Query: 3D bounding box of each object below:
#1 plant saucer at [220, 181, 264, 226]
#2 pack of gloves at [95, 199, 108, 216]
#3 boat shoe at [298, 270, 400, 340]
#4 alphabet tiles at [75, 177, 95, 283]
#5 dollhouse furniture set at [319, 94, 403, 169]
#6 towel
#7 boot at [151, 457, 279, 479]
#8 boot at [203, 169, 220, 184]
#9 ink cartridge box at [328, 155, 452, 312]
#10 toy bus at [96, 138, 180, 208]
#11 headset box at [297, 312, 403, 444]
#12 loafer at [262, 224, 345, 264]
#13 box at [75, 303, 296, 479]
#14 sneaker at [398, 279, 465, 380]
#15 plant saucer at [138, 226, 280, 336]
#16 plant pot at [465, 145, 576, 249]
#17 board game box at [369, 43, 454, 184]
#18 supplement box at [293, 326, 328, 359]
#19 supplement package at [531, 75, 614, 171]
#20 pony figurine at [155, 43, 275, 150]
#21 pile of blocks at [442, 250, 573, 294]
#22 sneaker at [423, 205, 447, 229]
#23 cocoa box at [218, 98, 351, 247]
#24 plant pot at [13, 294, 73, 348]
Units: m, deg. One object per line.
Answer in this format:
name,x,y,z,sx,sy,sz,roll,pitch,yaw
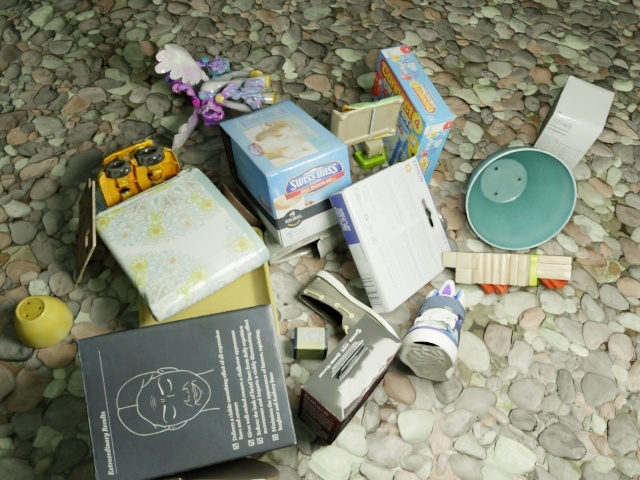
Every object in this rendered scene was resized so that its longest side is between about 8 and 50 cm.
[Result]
plant saucer,-0.221,-0.094,1.496,0.029,0.168,0.168,-43,69,2
pack of gloves,-0.516,-0.080,1.533,0.232,0.046,0.195,29,47,13
boat shoe,0.075,0.201,1.368,0.305,0.109,0.091,39,64,24
alphabet tiles,-0.619,-0.036,1.410,0.009,0.198,0.237,8,54,-33
dollhouse furniture set,0.102,-0.345,1.576,0.197,0.301,0.151,-19,65,-12
towel,-0.359,-0.004,1.370,0.320,0.090,0.374,-32,60,-22
boot,-0.240,0.545,1.160,0.305,0.112,0.115,-2,89,-10
boot,-0.369,-0.187,1.600,0.114,0.037,0.106,-38,82,-20
ink cartridge box,0.198,-0.025,1.415,0.330,0.071,0.324,-29,100,-43
toy bus,-0.540,-0.197,1.517,0.220,0.149,0.211,-30,47,-30
headset box,0.061,0.309,1.191,0.110,0.293,0.218,37,64,16
loafer,0.000,0.000,1.484,0.319,0.112,0.111,-12,68,-4
box,-0.276,0.314,1.156,0.395,0.212,0.294,-9,85,-10
sneaker,0.272,0.185,1.269,0.130,0.323,0.236,5,65,19
plant saucer,-0.293,0.140,1.388,0.332,0.081,0.333,-8,60,-10
plant pot,0.548,-0.145,1.537,0.290,0.290,0.195,8,24,0
board game box,0.252,-0.358,1.597,0.086,0.302,0.308,-16,62,-14
supplement box,-0.025,0.257,1.336,0.083,0.083,0.056,2,60,-3
supplement package,0.792,-0.364,1.701,0.149,0.203,0.194,26,61,11
pony figurine,-0.339,-0.455,1.658,0.363,0.303,0.351,5,27,2
pile of blocks,0.515,0.091,1.477,0.362,0.149,0.113,3,91,5
sneaker,0.246,-0.058,1.553,0.234,0.078,0.106,22,63,13
cocoa box,-0.095,-0.195,1.454,0.231,0.228,0.347,-24,42,-17
plant pot,-0.694,0.187,1.319,0.134,0.095,0.134,2,60,-3
